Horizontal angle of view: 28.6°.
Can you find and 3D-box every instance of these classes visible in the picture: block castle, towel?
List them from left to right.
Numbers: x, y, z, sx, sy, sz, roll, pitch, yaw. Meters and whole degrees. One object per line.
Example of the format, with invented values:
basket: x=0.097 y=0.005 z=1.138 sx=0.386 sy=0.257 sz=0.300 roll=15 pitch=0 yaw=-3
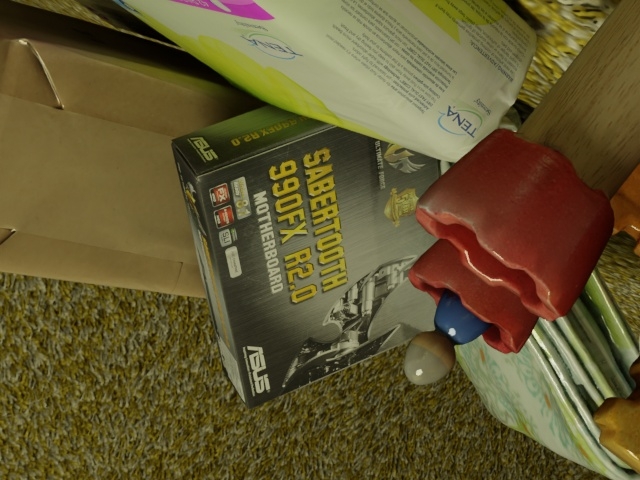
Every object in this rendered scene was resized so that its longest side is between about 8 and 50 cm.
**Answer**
towel: x=0.148 y=0.038 z=1.096 sx=0.320 sy=0.090 sz=0.374 roll=62 pitch=172 yaw=-7
block castle: x=0.253 y=0.104 z=0.642 sx=0.453 sy=0.213 sz=0.303 roll=38 pitch=175 yaw=9

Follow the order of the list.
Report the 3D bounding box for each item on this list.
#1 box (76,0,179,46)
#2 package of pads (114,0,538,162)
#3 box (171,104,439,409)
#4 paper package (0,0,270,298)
box: x=-0.120 y=-0.208 z=1.103 sx=0.063 sy=0.067 sz=0.324 roll=31 pitch=176 yaw=-38
package of pads: x=-0.036 y=-0.158 z=0.769 sx=0.229 sy=0.101 sz=0.296 roll=32 pitch=177 yaw=-38
box: x=0.000 y=0.000 z=0.941 sx=0.056 sy=0.183 sz=0.231 roll=-128 pitch=23 yaw=-47
paper package: x=-0.188 y=-0.087 z=1.046 sx=0.309 sy=0.168 sz=0.325 roll=9 pitch=-168 yaw=-35
